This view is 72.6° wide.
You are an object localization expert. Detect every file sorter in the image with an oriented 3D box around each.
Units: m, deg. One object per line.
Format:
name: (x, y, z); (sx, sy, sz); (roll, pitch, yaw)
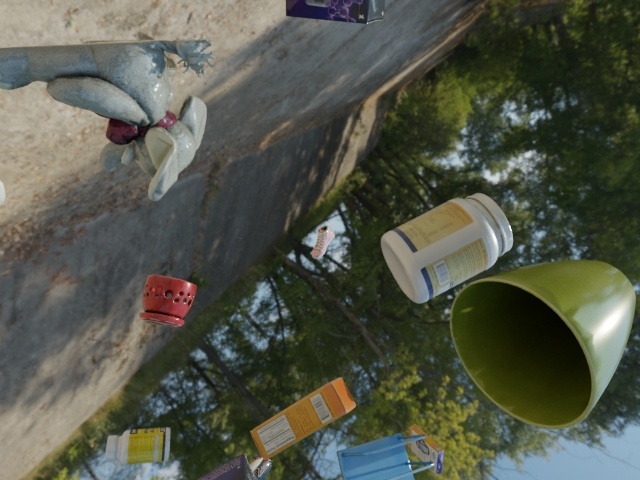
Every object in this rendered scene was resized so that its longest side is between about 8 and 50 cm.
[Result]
file sorter: (0.116, 0.385, 0.640); (0.118, 0.170, 0.104); (-4, 156, -25)

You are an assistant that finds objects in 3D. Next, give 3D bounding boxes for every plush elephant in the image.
plush elephant: (-0.331, -0.221, 0.790); (0.329, 0.256, 0.272); (1, -153, 7)

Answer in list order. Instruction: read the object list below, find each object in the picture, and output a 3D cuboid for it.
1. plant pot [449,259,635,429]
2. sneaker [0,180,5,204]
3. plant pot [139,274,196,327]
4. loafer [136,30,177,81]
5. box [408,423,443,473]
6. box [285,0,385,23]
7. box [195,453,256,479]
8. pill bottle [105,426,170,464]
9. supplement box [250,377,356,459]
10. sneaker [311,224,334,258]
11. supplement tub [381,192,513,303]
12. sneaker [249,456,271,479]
plant pot: (0.450, 0.151, 0.822); (0.293, 0.275, 0.274); (-20, 177, -29)
sneaker: (-0.740, -0.102, 0.950); (0.080, 0.094, 0.212); (-21, 171, -27)
plant pot: (-0.592, 0.238, 1.682); (0.191, 0.191, 0.174); (-28, -130, 59)
loafer: (-0.446, -0.469, 1.148); (0.092, 0.101, 0.269); (-55, -142, 21)
box: (0.317, 0.622, 1.292); (0.028, 0.081, 0.136); (-14, -155, -30)
box: (0.034, -0.563, 0.819); (0.103, 0.184, 0.261); (-51, 149, -51)
box: (-0.219, 0.607, 0.998); (0.153, 0.108, 0.207); (-25, 177, -14)
pill bottle: (-0.363, 0.412, 0.872); (0.116, 0.065, 0.065); (4, 171, -19)
supplement box: (-0.040, 0.403, 0.988); (0.233, 0.080, 0.078); (-33, 162, 14)
sneaker: (0.000, 0.000, 1.620); (0.051, 0.070, 0.134); (15, -121, 36)
supplement tub: (0.361, 0.017, 1.263); (0.316, 0.228, 0.228); (-26, -175, -5)
sneaker: (-0.189, 0.728, 1.140); (0.121, 0.111, 0.299); (79, 25, -50)
